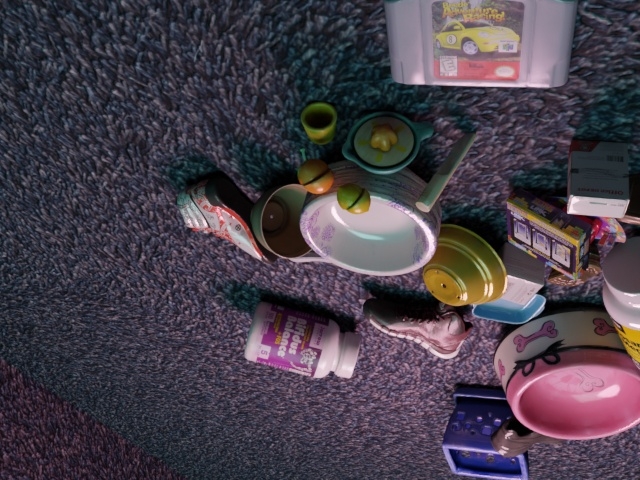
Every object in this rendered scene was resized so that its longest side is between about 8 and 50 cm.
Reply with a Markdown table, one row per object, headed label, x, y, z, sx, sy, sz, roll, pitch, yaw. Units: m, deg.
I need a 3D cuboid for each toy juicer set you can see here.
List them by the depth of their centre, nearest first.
| label | x | y | z | sx | sy | sz | roll | pitch | yaw |
| --- | --- | --- | --- | --- | --- | --- | --- | --- | --- |
| toy juicer set | 0.110 | -0.146 | 1.374 | 0.329 | 0.209 | 0.089 | 9 | 154 | 10 |

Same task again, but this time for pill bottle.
| label | x | y | z | sx | sy | sz | roll | pitch | yaw |
| --- | --- | --- | --- | --- | --- | --- | --- | --- | --- |
| pill bottle | 0.709 | 0.142 | 1.586 | 0.188 | 0.188 | 0.334 | -10 | 139 | 32 |
| pill bottle | -0.048 | 0.284 | 2.085 | 0.302 | 0.169 | 0.169 | 14 | 146 | -1 |

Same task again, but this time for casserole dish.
| label | x | y | z | sx | sy | sz | roll | pitch | yaw |
| --- | --- | --- | --- | --- | --- | --- | --- | --- | --- |
| casserole dish | 0.443 | 0.144 | 1.781 | 0.188 | 0.037 | 0.114 | 12 | 133 | -20 |

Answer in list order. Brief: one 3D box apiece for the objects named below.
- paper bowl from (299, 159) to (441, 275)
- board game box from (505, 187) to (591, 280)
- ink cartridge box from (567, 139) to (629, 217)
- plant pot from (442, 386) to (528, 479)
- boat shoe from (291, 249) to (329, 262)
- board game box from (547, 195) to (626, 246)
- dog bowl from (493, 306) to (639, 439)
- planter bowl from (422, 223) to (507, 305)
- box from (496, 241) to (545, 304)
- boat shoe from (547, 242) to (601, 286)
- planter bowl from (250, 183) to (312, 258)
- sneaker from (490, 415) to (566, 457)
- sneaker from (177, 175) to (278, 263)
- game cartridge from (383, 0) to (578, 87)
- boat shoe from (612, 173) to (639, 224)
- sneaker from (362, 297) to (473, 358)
| label | x | y | z | sx | sy | sz | roll | pitch | yaw |
| --- | --- | --- | --- | --- | --- | --- | --- | --- | --- |
| paper bowl | 0.107 | -0.061 | 1.551 | 0.284 | 0.148 | 0.284 | 9 | 146 | 6 |
| board game box | 0.456 | -0.013 | 1.508 | 0.170 | 0.048 | 0.141 | 35 | 158 | 34 |
| ink cartridge box | 0.496 | -0.111 | 1.347 | 0.099 | 0.135 | 0.056 | 6 | 146 | 12 |
| plant pot | 0.505 | 0.576 | 2.260 | 0.236 | 0.212 | 0.236 | 0 | 144 | 19 |
| boat shoe | 0.000 | 0.000 | 1.750 | 0.228 | 0.080 | 0.076 | -3 | 144 | 36 |
| board game box | 0.511 | -0.031 | 1.475 | 0.133 | 0.033 | 0.169 | 42 | 168 | -23 |
| dog bowl | 0.644 | 0.349 | 1.875 | 0.408 | 0.150 | 0.408 | 3 | 135 | 3 |
| planter bowl | 0.293 | 0.077 | 1.652 | 0.217 | 0.090 | 0.217 | 31 | 145 | 25 |
| box | 0.434 | 0.075 | 1.679 | 0.102 | 0.087 | 0.101 | 16 | 146 | -4 |
| boat shoe | 0.554 | 0.056 | 1.636 | 0.064 | 0.060 | 0.178 | 15 | 159 | -6 |
| planter bowl | -0.087 | -0.048 | 1.656 | 0.162 | 0.162 | 0.109 | 39 | 166 | -32 |
| sneaker | 0.612 | 0.504 | 2.071 | 0.286 | 0.109 | 0.130 | -19 | 143 | -18 |
| sneaker | -0.218 | -0.038 | 1.759 | 0.145 | 0.090 | 0.270 | -10 | 135 | 33 |
| game cartridge | 0.250 | -0.333 | 1.196 | 0.294 | 0.060 | 0.196 | 4 | 141 | 15 |
| boat shoe | 0.678 | -0.054 | 1.384 | 0.307 | 0.110 | 0.104 | 3 | 150 | 25 |
| sneaker | 0.260 | 0.181 | 1.911 | 0.281 | 0.106 | 0.162 | 24 | 128 | -10 |
